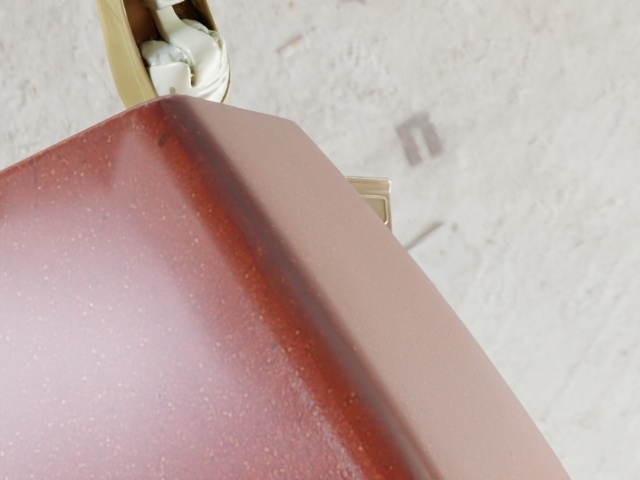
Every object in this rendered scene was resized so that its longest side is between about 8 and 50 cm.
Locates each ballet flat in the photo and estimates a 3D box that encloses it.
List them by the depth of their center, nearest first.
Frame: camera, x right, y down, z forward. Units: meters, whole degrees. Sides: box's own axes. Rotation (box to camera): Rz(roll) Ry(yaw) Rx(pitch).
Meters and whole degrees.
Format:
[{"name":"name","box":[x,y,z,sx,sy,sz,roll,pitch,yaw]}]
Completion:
[{"name":"ballet flat","box":[-0.101,-0.142,0.825,0.080,0.073,0.232,-39,127,-26]}]

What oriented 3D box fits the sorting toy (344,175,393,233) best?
[{"name":"sorting toy","box":[0.000,0.000,0.613,0.083,0.012,0.062,1,88,-36]}]

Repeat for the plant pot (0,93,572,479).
[{"name":"plant pot","box":[-0.059,0.091,0.481,0.267,0.267,0.235,-24,88,12]}]
